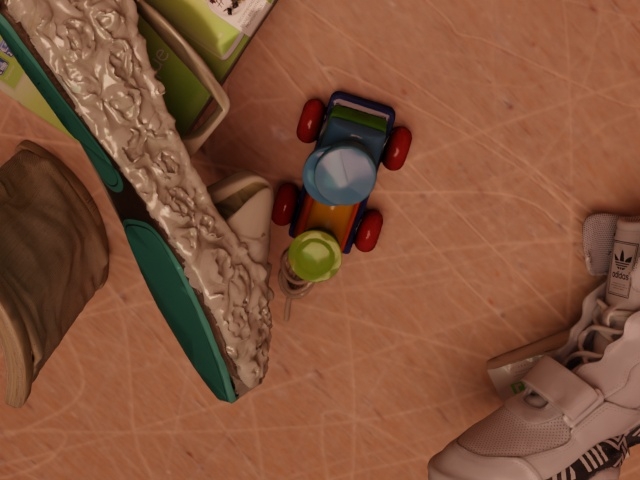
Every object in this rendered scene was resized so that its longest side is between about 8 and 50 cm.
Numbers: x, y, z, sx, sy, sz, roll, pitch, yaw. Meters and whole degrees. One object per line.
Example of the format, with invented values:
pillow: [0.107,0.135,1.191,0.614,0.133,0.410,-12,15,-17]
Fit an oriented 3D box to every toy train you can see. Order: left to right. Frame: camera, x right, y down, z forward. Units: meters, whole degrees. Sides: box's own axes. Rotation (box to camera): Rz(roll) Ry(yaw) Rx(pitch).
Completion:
toy train: [0.000,0.000,1.042,0.105,0.143,0.248,18,112,-1]

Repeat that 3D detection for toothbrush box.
toothbrush box: [-0.201,-0.216,0.990,0.283,0.122,0.206,35,110,-7]

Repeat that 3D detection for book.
book: [0.239,0.168,1.149,0.096,0.035,0.144,-22,109,18]

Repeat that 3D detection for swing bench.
swing bench: [-0.345,0.016,1.025,0.255,0.253,0.165,0,111,5]

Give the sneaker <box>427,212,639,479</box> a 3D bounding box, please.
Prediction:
sneaker: [0.246,0.098,1.029,0.366,0.137,0.210,-19,105,-13]

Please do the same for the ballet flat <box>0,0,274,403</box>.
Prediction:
ballet flat: [-0.114,-0.055,0.919,0.147,0.147,0.408,-22,111,14]

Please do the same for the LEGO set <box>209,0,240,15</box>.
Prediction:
LEGO set: [-0.095,-0.215,0.909,0.054,0.023,0.083,-30,117,15]
